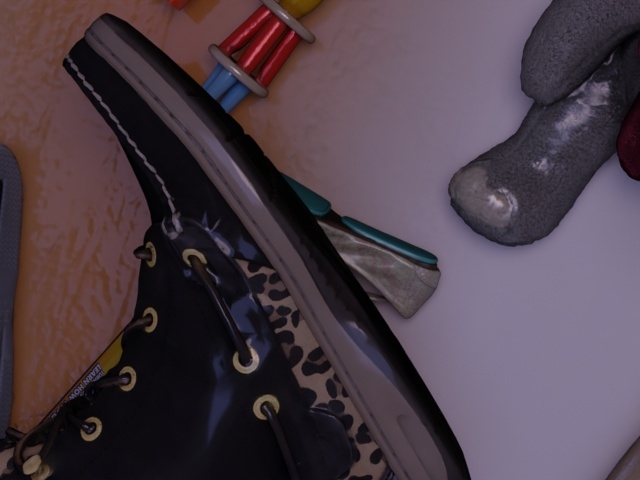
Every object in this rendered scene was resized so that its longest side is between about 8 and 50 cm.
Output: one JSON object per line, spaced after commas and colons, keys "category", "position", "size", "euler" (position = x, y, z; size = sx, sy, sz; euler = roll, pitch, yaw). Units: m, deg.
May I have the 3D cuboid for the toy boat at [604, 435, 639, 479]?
{"category": "toy boat", "position": [0.294, 0.257, 0.990], "size": [0.318, 0.148, 0.267], "euler": [28, 82, 34]}

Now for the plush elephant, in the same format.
{"category": "plush elephant", "position": [0.260, -0.102, 0.963], "size": [0.272, 0.255, 0.330], "euler": [29, 93, 7]}

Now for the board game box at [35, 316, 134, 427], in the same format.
{"category": "board game box", "position": [-0.089, 0.117, 1.110], "size": [0.141, 0.048, 0.170], "euler": [42, 94, 7]}

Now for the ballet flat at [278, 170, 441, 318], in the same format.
{"category": "ballet flat", "position": [0.000, 0.000, 1.098], "size": [0.168, 0.057, 0.052], "euler": [29, 103, 7]}

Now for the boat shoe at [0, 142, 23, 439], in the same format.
{"category": "boat shoe", "position": [-0.273, 0.075, 1.119], "size": [0.094, 0.109, 0.302], "euler": [4, 81, 23]}

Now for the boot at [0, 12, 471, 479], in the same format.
{"category": "boot", "position": [-0.115, 0.078, 1.021], "size": [0.284, 0.138, 0.377], "euler": [-36, 95, 6]}

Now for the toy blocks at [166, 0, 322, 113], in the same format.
{"category": "toy blocks", "position": [-0.064, -0.160, 1.107], "size": [0.123, 0.054, 0.148], "euler": [42, 95, 5]}
